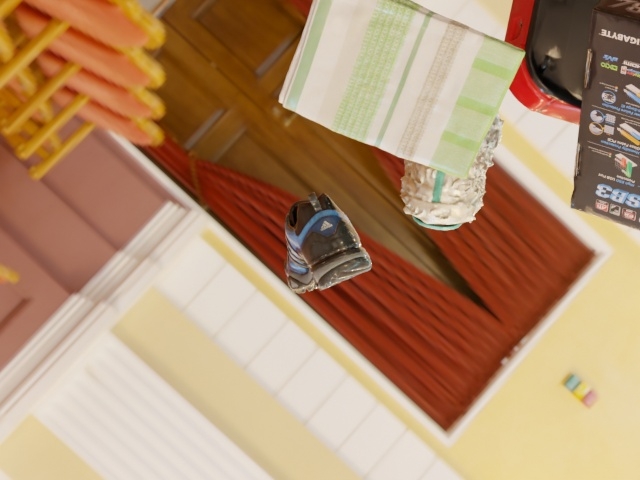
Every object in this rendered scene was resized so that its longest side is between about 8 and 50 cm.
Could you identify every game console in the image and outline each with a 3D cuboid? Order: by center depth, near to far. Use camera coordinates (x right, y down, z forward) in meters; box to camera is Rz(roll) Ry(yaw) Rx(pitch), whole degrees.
[{"bbox_3d":[0.422,-0.322,1.328,0.060,0.342,0.386,169,-65,-72],"label":"game console"}]

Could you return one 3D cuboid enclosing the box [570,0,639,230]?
[{"bbox_3d":[0.442,-0.117,1.150,0.073,0.296,0.293,-47,145,-34],"label":"box"}]

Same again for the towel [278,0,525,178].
[{"bbox_3d":[0.056,-0.118,0.730,0.023,0.152,0.113,-69,-179,-57],"label":"towel"}]

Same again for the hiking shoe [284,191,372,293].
[{"bbox_3d":[0.000,0.000,1.510,0.113,0.132,0.304,-21,180,-14],"label":"hiking shoe"}]

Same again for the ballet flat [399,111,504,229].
[{"bbox_3d":[0.195,-0.167,1.465,0.147,0.147,0.409,-46,-164,29],"label":"ballet flat"}]
